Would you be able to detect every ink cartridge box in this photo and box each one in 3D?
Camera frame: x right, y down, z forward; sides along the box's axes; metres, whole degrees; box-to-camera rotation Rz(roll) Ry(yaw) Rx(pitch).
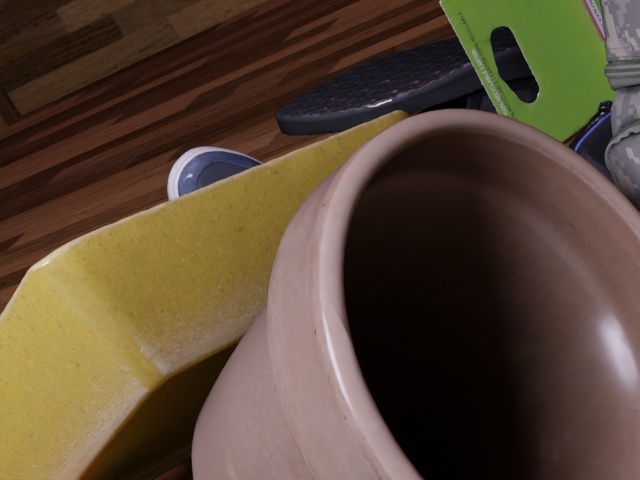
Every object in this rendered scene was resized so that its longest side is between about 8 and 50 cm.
[{"bbox_3d":[0.266,-0.203,1.319,0.255,0.189,0.097,-35,19,-12],"label":"ink cartridge box"}]

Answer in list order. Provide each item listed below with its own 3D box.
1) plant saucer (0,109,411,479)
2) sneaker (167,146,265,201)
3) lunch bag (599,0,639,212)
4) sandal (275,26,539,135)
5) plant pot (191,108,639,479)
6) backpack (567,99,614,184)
[{"bbox_3d":[-0.097,0.081,0.962,0.332,0.081,0.333,-26,-17,-46],"label":"plant saucer"},{"bbox_3d":[0.001,-0.001,1.136,0.163,0.226,0.086,6,66,57],"label":"sneaker"},{"bbox_3d":[0.302,-0.070,0.784,0.212,0.256,0.305,-12,8,-24],"label":"lunch bag"},{"bbox_3d":[0.173,-0.153,1.511,0.445,0.107,0.167,-14,18,7],"label":"sandal"},{"bbox_3d":[0.048,0.097,0.789,0.229,0.263,0.263,-39,6,45],"label":"plant pot"},{"bbox_3d":[0.201,-0.025,1.072,0.105,0.084,0.114,-45,-11,-47],"label":"backpack"}]
